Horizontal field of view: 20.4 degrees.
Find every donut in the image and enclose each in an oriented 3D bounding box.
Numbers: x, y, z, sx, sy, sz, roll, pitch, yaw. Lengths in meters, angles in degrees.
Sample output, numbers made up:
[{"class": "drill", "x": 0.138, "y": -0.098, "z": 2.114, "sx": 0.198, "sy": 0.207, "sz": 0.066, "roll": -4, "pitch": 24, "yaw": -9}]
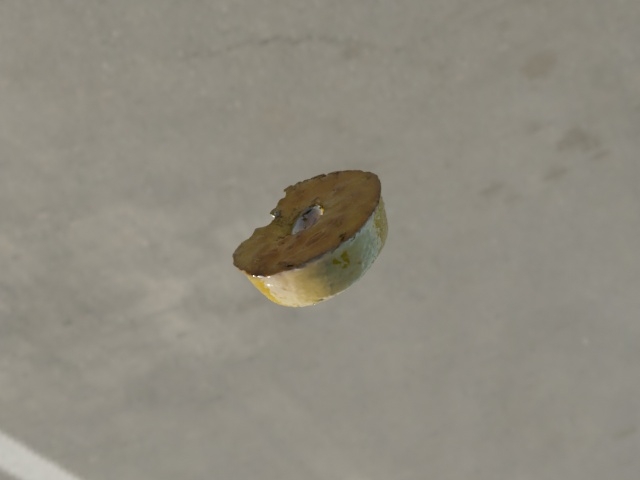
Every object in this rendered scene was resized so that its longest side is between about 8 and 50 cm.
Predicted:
[{"class": "donut", "x": 0.000, "y": 0.000, "z": 1.141, "sx": 0.097, "sy": 0.108, "sz": 0.043, "roll": 8, "pitch": 137, "yaw": 46}]
